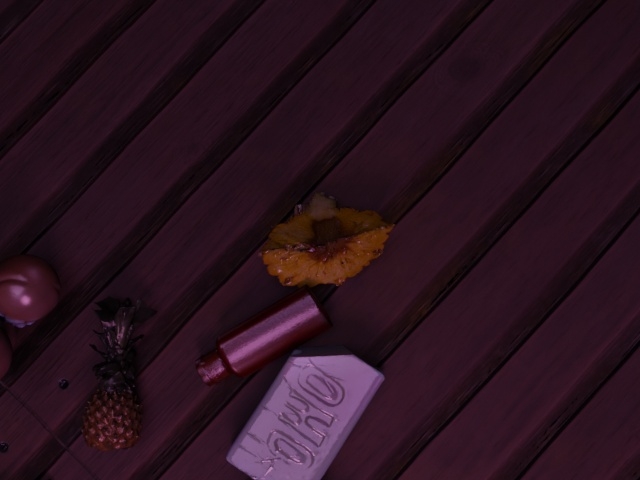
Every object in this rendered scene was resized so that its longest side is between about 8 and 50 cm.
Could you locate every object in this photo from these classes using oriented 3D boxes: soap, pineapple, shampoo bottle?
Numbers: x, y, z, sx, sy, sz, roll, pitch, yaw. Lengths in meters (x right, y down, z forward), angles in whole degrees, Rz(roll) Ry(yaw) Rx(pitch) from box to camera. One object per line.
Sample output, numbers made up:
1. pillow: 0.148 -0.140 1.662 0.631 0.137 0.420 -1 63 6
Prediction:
1. soap: -0.026 0.325 1.425 0.173 0.095 0.289 33 87 3
2. pineapple: -0.376 0.245 1.431 0.130 0.119 0.277 4 88 -28
3. shampoo bottle: -0.112 0.187 1.442 0.260 0.064 0.102 -30 115 4
4. pineapple: -0.006 0.002 1.462 0.250 0.139 0.164 -18 43 -15

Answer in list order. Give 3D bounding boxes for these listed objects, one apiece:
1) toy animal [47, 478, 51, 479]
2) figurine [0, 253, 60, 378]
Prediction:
1. toy animal: -0.518 0.564 1.436 0.117 0.121 0.210 -36 62 41
2. figurine: -0.703 0.102 1.392 0.388 0.248 0.276 30 56 -5
